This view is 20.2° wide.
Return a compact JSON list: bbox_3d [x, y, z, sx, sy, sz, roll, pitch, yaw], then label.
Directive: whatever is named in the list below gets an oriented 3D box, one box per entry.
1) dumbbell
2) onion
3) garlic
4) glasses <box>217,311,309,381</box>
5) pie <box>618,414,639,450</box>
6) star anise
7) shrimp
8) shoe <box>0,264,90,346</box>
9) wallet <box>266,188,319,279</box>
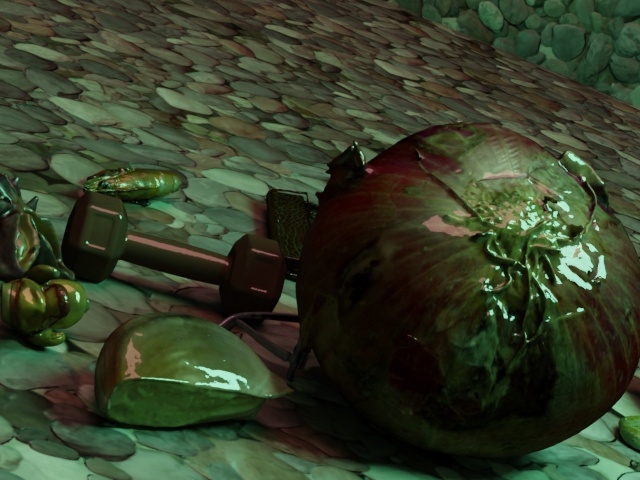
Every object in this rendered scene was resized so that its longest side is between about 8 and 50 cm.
[{"bbox_3d":[-0.149,0.018,1.852,0.230,0.092,0.082,16,-10,-13],"label":"dumbbell"},{"bbox_3d":[0.140,0.041,1.713,0.353,0.354,0.353,18,17,-6],"label":"onion"},{"bbox_3d":[-0.126,0.116,1.588,0.195,0.087,0.101,9,33,-40],"label":"garlic"},{"bbox_3d":[-0.058,0.086,1.779,0.103,0.063,0.140,20,16,7],"label":"glasses"},{"bbox_3d":[0.354,0.210,1.914,0.085,0.017,0.085,18,18,-6],"label":"pie"},{"bbox_3d":[-0.383,0.002,1.744,0.227,0.218,0.148,-20,33,15],"label":"star anise"},{"bbox_3d":[-0.234,-0.074,2.109,0.095,0.045,0.162,30,22,32],"label":"shrimp"},{"bbox_3d":[-0.252,0.061,1.635,0.069,0.072,0.109,-1,-20,6],"label":"shoe"},{"bbox_3d":[0.000,0.000,2.144,0.132,0.039,0.243,18,17,-8],"label":"wallet"}]
